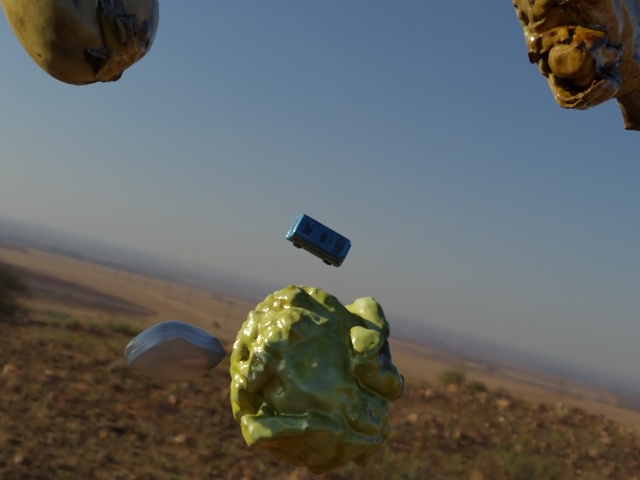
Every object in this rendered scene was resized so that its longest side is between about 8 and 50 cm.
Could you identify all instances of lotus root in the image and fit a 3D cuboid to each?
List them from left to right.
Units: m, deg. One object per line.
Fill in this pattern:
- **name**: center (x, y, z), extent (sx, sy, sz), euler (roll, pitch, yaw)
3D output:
- **lotus root**: center (-0.315, -0.337, 1.269), extent (0.183, 0.310, 0.183), euler (-26, -11, -5)

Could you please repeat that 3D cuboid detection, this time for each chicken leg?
- **chicken leg**: center (0.417, -0.280, 1.569), extent (0.182, 0.295, 0.409), euler (-13, -42, 29)

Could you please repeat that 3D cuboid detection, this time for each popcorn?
- **popcorn**: center (-0.009, 0.183, 1.327), extent (0.255, 0.256, 0.195), euler (-25, -10, -29)

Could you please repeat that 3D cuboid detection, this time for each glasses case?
- **glasses case**: center (-0.147, 0.116, 1.050), extent (0.041, 0.063, 0.164), euler (59, 6, 18)

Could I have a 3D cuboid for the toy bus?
- **toy bus**: center (0.000, 0.000, 1.346), extent (0.083, 0.038, 0.046), euler (30, -16, -8)
